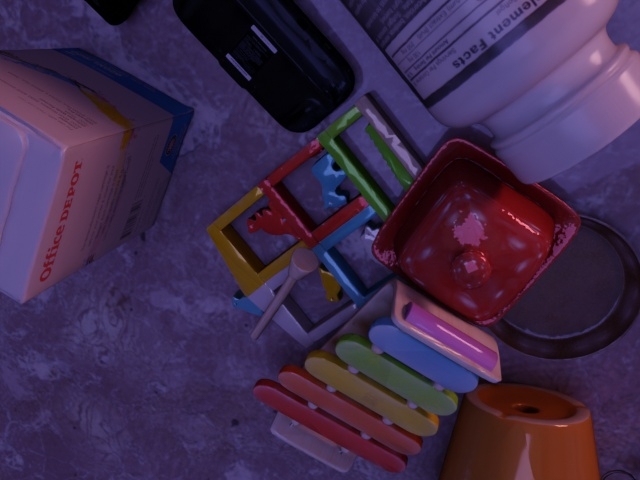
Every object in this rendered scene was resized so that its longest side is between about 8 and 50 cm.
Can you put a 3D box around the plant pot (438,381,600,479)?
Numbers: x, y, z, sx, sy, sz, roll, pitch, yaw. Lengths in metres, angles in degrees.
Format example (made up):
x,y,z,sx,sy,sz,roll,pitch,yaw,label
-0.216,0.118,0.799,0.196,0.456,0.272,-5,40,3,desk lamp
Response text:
x,y,z,sx,sy,sz,roll,pitch,yaw,label
0.213,0.263,0.623,0.205,0.205,0.188,4,94,15,plant pot

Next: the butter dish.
x,y,z,sx,sy,sz,roll,pitch,yaw,label
0.143,0.009,0.548,0.160,0.118,0.160,34,113,1,butter dish

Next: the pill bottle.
x,y,z,sx,sy,sz,roll,pitch,yaw,label
0.123,-0.207,0.475,0.176,0.176,0.318,-38,96,24,pill bottle

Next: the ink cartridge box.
x,y,z,sx,sy,sz,roll,pitch,yaw,label
-0.280,-0.085,0.602,0.168,0.233,0.171,30,114,4,ink cartridge box

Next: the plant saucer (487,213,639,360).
x,y,z,sx,sy,sz,roll,pitch,yaw,label
0.248,0.048,0.613,0.168,0.029,0.168,5,109,14,plant saucer

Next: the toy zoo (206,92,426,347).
x,y,z,sx,sy,sz,roll,pitch,yaw,label
0.000,0.000,0.665,0.293,0.030,0.192,-36,97,24,toy zoo

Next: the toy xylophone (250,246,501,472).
x,y,z,sx,sy,sz,roll,pitch,yaw,label
0.033,0.140,0.629,0.236,0.081,0.323,25,136,0,toy xylophone

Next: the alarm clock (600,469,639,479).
x,y,z,sx,sy,sz,roll,pitch,yaw,label
0.405,0.258,0.626,0.192,0.064,0.129,-12,106,17,alarm clock

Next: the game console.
x,y,z,sx,sy,sz,roll,pitch,yaw,label
-0.124,-0.252,0.582,0.361,0.044,0.213,45,134,-14,game console
